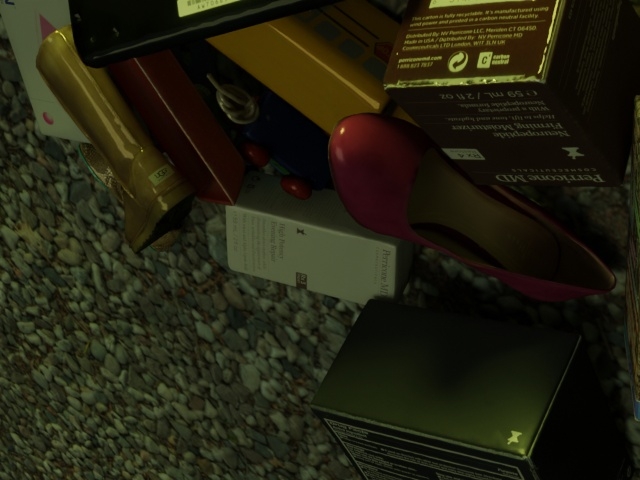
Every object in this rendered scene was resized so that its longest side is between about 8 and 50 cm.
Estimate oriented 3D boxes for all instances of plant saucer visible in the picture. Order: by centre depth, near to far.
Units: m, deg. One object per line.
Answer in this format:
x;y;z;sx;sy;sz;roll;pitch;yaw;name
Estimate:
-0.183;-0.164;1.451;0.259;0.047;0.258;56;169;-12;plant saucer

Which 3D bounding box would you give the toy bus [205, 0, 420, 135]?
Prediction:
0.014;-0.209;1.343;0.332;0.130;0.108;38;139;10;toy bus

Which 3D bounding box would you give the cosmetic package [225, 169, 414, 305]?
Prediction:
0.000;0.000;1.521;0.231;0.085;0.117;14;132;17;cosmetic package

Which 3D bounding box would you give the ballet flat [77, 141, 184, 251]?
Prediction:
-0.271;-0.079;1.747;0.067;0.073;0.206;-30;105;28;ballet flat

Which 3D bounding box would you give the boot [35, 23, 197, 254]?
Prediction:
-0.279;-0.131;1.596;0.269;0.089;0.236;53;152;3;boot

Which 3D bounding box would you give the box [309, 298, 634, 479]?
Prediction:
0.194;0.241;1.459;0.296;0.183;0.294;8;145;35;box

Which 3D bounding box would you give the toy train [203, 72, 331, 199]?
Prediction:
-0.096;-0.152;1.443;0.143;0.105;0.248;19;168;44;toy train

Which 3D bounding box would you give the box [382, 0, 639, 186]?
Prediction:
0.194;-0.169;1.132;0.168;0.167;0.203;2;157;37;box

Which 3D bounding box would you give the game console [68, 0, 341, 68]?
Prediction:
-0.105;-0.374;1.179;0.386;0.060;0.342;-10;88;27;game console

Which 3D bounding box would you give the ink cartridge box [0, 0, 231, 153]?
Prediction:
-0.296;-0.275;1.603;0.330;0.071;0.324;12;128;35;ink cartridge box

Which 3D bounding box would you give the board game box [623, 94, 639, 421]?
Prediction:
0.411;0.018;1.112;0.232;0.141;0.291;-1;125;9;board game box

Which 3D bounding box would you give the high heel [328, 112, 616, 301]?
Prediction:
0.168;-0.034;1.255;0.181;0.127;0.377;13;172;41;high heel

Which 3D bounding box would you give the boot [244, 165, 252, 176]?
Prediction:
-0.094;-0.074;1.611;0.121;0.045;0.099;7;123;38;boot
